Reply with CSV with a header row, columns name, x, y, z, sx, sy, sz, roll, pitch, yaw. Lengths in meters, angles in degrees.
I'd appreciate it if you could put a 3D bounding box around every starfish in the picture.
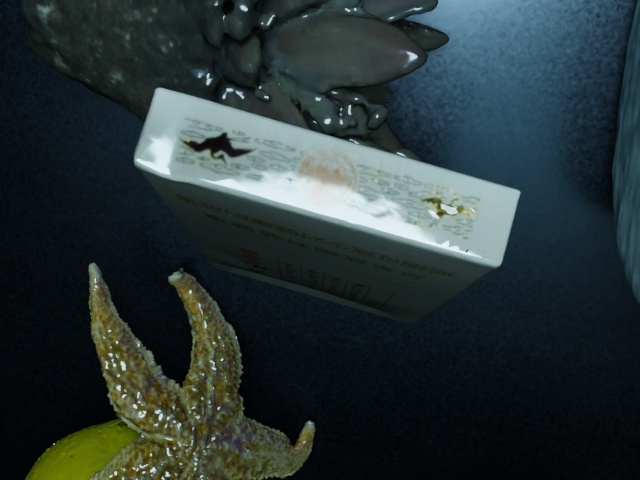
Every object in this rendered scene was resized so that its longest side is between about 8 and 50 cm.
name,x,y,z,sx,sy,sz,roll,pitch,yaw
starfish,-0.132,0.183,0.741,0.299,0.302,0.060,42,143,-24

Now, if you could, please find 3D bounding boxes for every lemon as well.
name,x,y,z,sx,sy,sz,roll,pitch,yaw
lemon,-0.202,0.266,0.812,0.206,0.173,0.174,-22,105,5

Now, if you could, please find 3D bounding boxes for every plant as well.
name,x,y,z,sx,sy,sz,roll,pitch,yaw
plant,-0.058,-0.159,0.625,0.320,0.194,0.182,18,135,9

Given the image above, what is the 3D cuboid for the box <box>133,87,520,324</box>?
name,x,y,z,sx,sy,sz,roll,pitch,yaw
box,0.000,-0.001,0.606,0.204,0.365,0.051,16,79,2

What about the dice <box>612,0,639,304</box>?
name,x,y,z,sx,sy,sz,roll,pitch,yaw
dice,0.391,-0.093,0.524,0.327,0.330,0.348,6,111,5
